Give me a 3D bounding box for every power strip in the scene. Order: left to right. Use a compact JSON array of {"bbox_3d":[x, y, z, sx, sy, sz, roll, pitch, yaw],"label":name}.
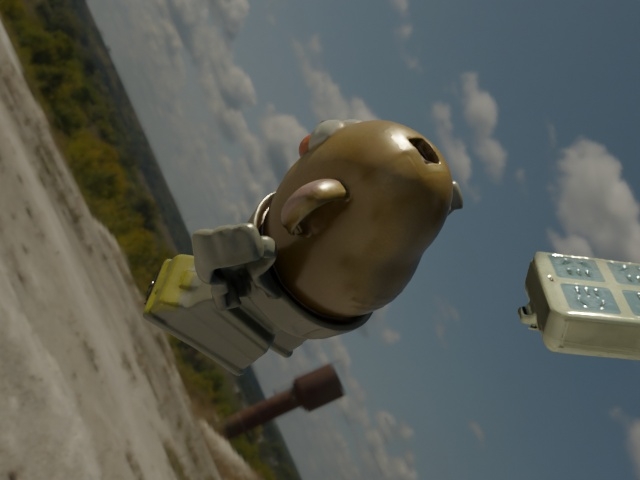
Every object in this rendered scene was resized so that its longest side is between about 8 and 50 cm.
[{"bbox_3d":[0.223,0.047,0.612,0.081,0.192,0.035,-87,-177,-64],"label":"power strip"}]

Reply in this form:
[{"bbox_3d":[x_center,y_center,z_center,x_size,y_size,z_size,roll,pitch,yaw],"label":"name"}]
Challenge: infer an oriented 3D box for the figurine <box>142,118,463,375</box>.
[{"bbox_3d":[0.001,0.001,0.884,0.167,0.342,0.285,49,-50,-5],"label":"figurine"}]
